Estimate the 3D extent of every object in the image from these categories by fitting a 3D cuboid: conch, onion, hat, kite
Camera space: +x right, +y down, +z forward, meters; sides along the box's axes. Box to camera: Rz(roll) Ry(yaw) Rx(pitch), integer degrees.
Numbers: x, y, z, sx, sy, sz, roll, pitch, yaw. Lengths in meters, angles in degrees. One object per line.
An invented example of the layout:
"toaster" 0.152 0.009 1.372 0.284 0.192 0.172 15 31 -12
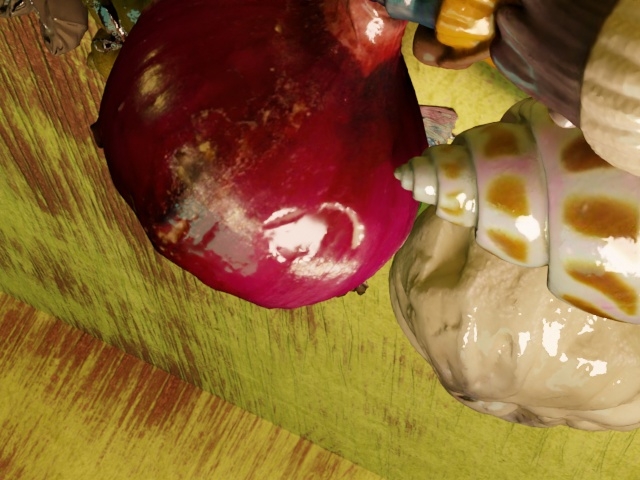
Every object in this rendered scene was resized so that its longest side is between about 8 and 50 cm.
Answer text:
"conch" 0.262 -0.035 1.664 0.368 0.197 0.249 32 179 -4
"onion" -0.024 -0.134 1.696 0.347 0.348 0.385 31 127 -11
"hat" -0.312 -0.294 2.012 0.147 0.085 0.175 41 153 42
"kite" 0.137 -0.114 1.936 0.156 0.011 0.139 27 165 3

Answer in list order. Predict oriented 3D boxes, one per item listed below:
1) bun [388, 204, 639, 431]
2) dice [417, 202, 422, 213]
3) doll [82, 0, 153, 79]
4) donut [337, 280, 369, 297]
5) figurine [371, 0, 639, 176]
"bun" 0.241 0.104 2.061 0.359 0.211 0.360 24 163 8
"dice" 0.038 -0.068 2.007 0.120 0.131 0.128 11 155 43
"doll" -0.202 -0.228 1.978 0.137 0.097 0.209 12 155 1
"donut" 0.001 -0.004 2.267 0.144 0.126 0.186 38 158 -10
"figurine" 0.191 -0.170 1.395 0.332 0.185 0.204 23 -162 2
